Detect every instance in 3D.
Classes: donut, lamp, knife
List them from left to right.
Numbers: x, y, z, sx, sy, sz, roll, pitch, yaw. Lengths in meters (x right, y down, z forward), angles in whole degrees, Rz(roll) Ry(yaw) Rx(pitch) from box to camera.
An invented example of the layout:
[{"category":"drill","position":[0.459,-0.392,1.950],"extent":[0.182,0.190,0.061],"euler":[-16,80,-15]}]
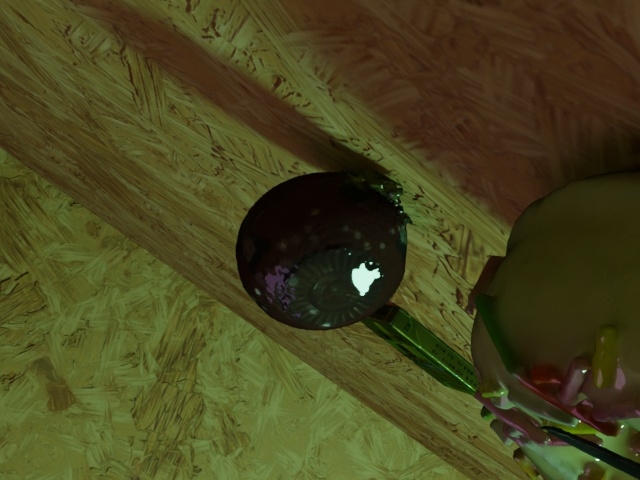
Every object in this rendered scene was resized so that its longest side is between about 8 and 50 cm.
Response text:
[{"category":"lamp","position":[0.001,0.004,0.847],"extent":[0.135,0.157,0.156],"euler":[-106,11,-51]},{"category":"knife","position":[0.161,0.116,0.444],"extent":[0.023,0.010,0.170],"euler":[50,165,-23]},{"category":"donut","position":[0.227,0.105,0.561],"extent":[0.307,0.150,0.371],"euler":[30,161,38]}]

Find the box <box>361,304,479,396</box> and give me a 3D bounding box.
[{"category":"box","position":[0.147,0.155,1.322],"extent":[0.193,0.030,0.121],"euler":[38,167,-19]}]
